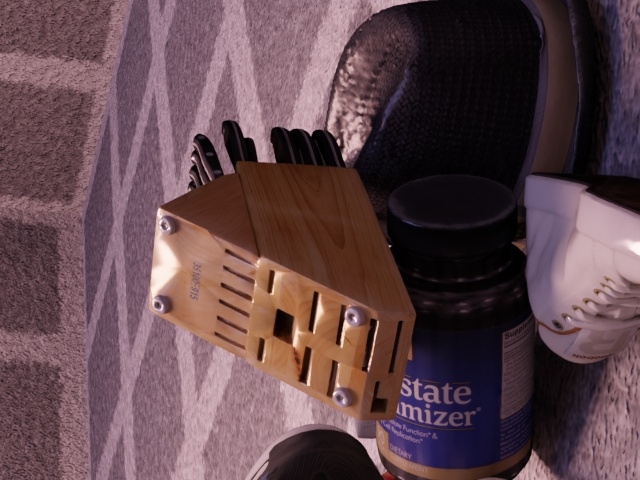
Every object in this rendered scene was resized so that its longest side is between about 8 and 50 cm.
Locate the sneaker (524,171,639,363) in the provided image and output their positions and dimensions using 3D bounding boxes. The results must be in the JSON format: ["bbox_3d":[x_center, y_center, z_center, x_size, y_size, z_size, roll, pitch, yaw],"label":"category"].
[{"bbox_3d":[0.196,0.025,0.892,0.290,0.105,0.123,-132,45,-83],"label":"sneaker"}]

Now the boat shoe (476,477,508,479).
[{"bbox_3d":[0.114,0.333,1.025,0.099,0.116,0.320,148,121,-65],"label":"boat shoe"}]

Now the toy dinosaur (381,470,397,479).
[{"bbox_3d":[0.070,0.225,1.296,0.082,0.090,0.047,19,-117,-71],"label":"toy dinosaur"}]

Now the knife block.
[{"bbox_3d":[0.000,0.000,1.067,0.275,0.242,0.088,25,122,27],"label":"knife block"}]

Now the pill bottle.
[{"bbox_3d":[0.099,0.068,1.066,0.123,0.122,0.219,-118,21,-62],"label":"pill bottle"}]

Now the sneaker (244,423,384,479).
[{"bbox_3d":[-0.034,0.274,1.374,0.257,0.169,0.448,-102,12,-47],"label":"sneaker"}]

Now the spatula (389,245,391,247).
[{"bbox_3d":[0.043,0.048,1.527,0.242,0.019,0.168,134,138,-64],"label":"spatula"}]

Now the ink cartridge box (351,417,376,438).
[{"bbox_3d":[0.028,0.083,1.302,0.223,0.045,0.224,-104,-2,-71],"label":"ink cartridge box"}]

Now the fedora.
[{"bbox_3d":[0.091,-0.094,1.174,0.334,0.152,0.334,-174,90,-74],"label":"fedora"}]
